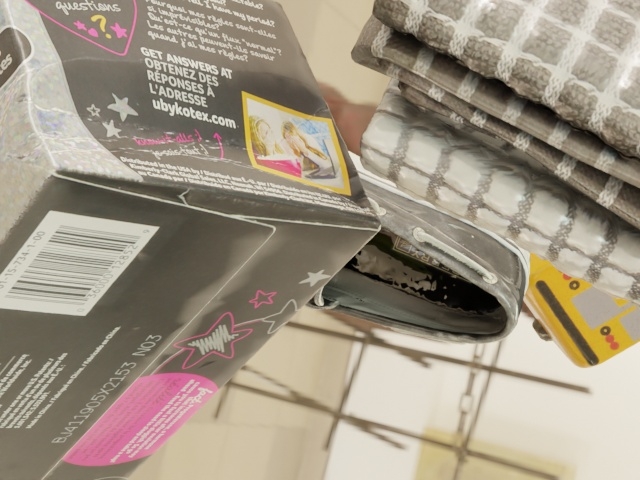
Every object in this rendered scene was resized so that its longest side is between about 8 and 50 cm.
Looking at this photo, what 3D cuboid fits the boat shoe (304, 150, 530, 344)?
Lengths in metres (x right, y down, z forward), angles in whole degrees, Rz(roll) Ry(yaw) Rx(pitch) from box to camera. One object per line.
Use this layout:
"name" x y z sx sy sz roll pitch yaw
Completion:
"boat shoe" 0.000 0.000 0.847 0.102 0.301 0.108 -66 176 -58

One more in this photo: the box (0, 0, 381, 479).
"box" -0.126 0.004 0.531 0.163 0.142 0.247 9 136 -42

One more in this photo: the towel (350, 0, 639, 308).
"towel" 0.168 -0.107 0.479 0.284 0.235 0.121 -57 172 -30

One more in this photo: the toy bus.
"toy bus" 0.222 -0.009 1.114 0.108 0.130 0.333 52 14 -16
